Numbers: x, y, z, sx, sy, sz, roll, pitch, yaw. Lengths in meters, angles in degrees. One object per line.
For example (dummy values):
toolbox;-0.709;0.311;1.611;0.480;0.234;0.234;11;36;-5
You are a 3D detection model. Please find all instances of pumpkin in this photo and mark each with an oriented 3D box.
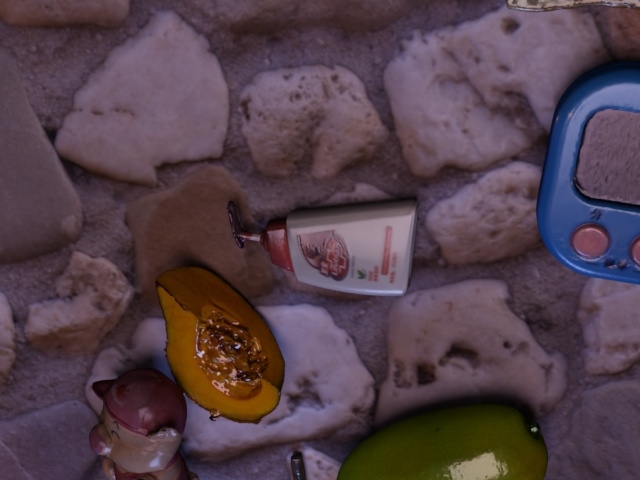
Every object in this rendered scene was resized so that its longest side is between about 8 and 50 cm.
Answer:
pumpkin;-0.177;0.162;1.965;0.278;0.111;0.163;43;128;-11

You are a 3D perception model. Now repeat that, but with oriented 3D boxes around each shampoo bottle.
shampoo bottle;0.000;0.000;1.871;0.284;0.071;0.153;5;114;7

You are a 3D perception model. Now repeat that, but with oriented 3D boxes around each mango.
mango;0.185;0.360;1.949;0.343;0.156;0.192;-14;101;19

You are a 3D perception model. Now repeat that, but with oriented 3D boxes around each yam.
yam;-0.028;0.459;2.093;0.027;0.029;0.234;-7;112;0

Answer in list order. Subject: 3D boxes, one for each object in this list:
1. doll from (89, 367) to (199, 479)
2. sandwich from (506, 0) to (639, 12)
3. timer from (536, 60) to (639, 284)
doll;-0.291;0.317;1.998;0.196;0.152;0.256;24;128;27
sandwich;0.345;-0.434;1.620;0.248;0.095;0.273;0;114;13
timer;0.479;-0.087;1.731;0.340;0.115;0.309;9;116;6
